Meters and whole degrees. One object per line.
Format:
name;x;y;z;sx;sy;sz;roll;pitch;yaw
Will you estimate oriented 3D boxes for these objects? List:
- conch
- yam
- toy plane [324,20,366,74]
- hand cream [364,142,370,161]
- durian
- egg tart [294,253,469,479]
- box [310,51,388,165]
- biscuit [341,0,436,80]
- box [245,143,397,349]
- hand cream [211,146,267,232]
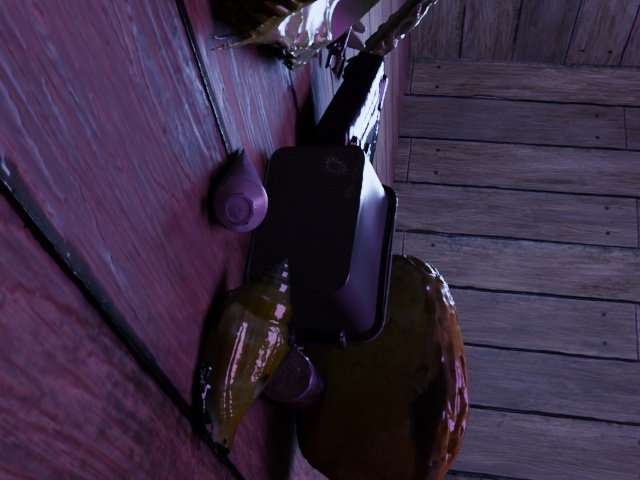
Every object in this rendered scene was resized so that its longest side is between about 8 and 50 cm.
conch;-0.077;0.104;0.768;0.095;0.080;0.200;57;44;-46
yam;-0.037;0.190;1.038;0.141;0.079;0.079;65;31;-70
toy plane;0.046;-0.377;1.186;0.262;0.088;0.192;112;-15;-67
hand cream;0.065;-0.041;1.213;0.083;0.048;0.224;-65;159;-50
durian;0.000;-0.256;0.815;0.352;0.158;0.169;-59;164;-79
egg tart;0.069;0.226;1.196;0.443;0.178;0.443;-172;-90;-74
box;0.044;-0.131;1.273;0.289;0.073;0.290;-64;164;-48
biscuit;0.146;-0.420;1.506;0.273;0.036;0.187;-43;-163;20
box;0.000;0.000;0.947;0.135;0.163;0.243;61;35;-59
hand cream;-0.080;-0.043;0.761;0.142;0.053;0.084;-113;-155;-75
